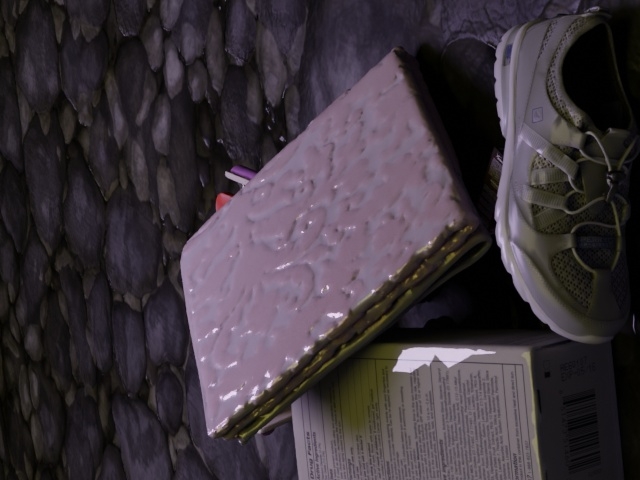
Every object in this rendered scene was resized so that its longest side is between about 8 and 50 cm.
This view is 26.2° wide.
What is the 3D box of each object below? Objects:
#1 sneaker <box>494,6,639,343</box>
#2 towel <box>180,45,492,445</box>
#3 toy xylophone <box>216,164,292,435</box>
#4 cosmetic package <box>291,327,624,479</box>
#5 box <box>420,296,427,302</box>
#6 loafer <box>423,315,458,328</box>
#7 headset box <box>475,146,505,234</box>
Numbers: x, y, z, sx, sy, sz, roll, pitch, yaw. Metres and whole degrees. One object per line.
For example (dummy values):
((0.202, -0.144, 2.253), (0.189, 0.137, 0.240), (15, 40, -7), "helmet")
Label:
((0.207, -0.056, 1.118), (0.115, 0.105, 0.281), (-23, 74, 60), "sneaker")
((0.000, 0.000, 1.334), (0.332, 0.053, 0.317), (-41, 34, 18), "towel")
((-0.046, 0.072, 1.631), (0.236, 0.081, 0.323), (10, 104, 60), "toy xylophone")
((0.114, 0.162, 1.251), (0.309, 0.113, 0.160), (-2, 94, 49), "cosmetic package")
((0.085, 0.017, 1.412), (0.062, 0.052, 0.083), (55, 138, 43), "box")
((0.106, 0.142, 1.381), (0.050, 0.056, 0.148), (18, 113, 34), "loafer")
((0.175, -0.042, 1.224), (0.032, 0.062, 0.083), (52, 137, 46), "headset box")
